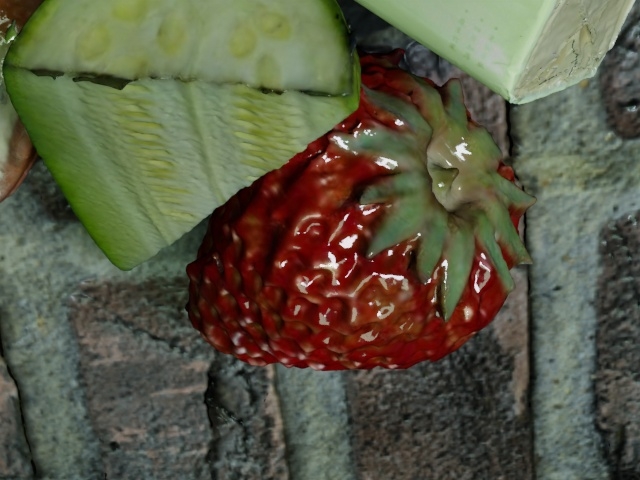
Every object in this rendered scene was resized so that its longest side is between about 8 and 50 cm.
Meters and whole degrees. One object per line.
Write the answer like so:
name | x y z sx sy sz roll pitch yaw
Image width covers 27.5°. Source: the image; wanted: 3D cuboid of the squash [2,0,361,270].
squash | -0.057 -0.070 0.792 0.203 0.111 0.288 5 158 10

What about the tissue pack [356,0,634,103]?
tissue pack | 0.063 -0.202 0.687 0.234 0.125 0.159 38 124 22

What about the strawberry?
strawberry | 0.000 0.000 0.858 0.244 0.205 0.205 -25 124 41

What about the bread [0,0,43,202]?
bread | -0.257 -0.126 0.792 0.244 0.123 0.190 18 123 -12
